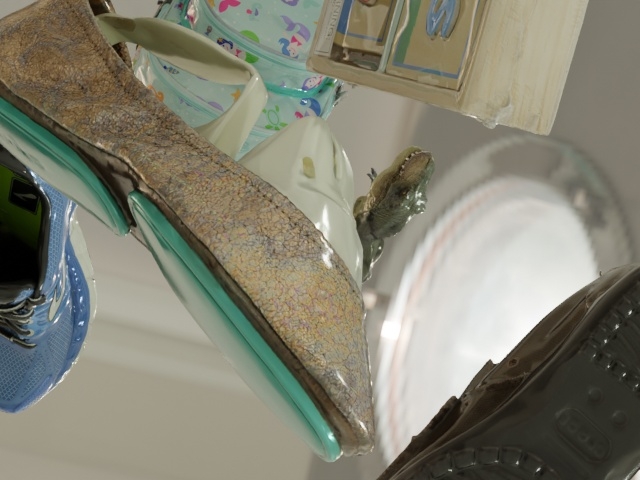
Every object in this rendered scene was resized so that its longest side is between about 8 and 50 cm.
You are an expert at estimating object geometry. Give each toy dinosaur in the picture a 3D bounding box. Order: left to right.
[{"bbox_3d":[0.000,0.000,1.373,0.118,0.064,0.268,58,-30,22],"label":"toy dinosaur"}]

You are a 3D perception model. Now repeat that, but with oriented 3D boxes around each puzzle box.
[{"bbox_3d":[0.103,-0.268,1.048,0.272,0.052,0.409,-153,-102,-71],"label":"puzzle box"}]

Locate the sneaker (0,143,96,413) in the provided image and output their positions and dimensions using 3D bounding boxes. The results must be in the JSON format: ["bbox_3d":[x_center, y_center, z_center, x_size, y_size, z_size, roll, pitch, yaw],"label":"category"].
[{"bbox_3d":[-0.260,0.018,1.587,0.147,0.129,0.330,-58,162,-50],"label":"sneaker"}]

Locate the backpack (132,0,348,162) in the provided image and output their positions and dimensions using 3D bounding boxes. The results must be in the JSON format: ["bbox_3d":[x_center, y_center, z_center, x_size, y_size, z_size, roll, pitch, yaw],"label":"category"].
[{"bbox_3d":[-0.083,-0.186,2.077,0.191,0.225,0.253,-56,-173,47],"label":"backpack"}]

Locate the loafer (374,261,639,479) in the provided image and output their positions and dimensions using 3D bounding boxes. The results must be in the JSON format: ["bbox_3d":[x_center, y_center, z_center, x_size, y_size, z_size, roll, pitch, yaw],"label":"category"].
[{"bbox_3d":[0.142,0.156,1.388,0.366,0.134,0.130,-41,-170,-3],"label":"loafer"}]

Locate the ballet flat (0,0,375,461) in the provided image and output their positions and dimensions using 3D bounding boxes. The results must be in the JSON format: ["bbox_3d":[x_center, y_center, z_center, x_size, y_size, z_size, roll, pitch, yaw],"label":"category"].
[{"bbox_3d":[-0.052,-0.030,0.889,0.316,0.106,0.107,42,-15,33],"label":"ballet flat"}]
